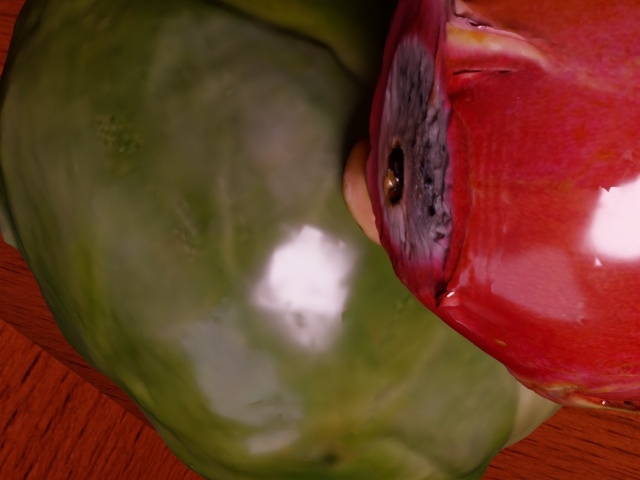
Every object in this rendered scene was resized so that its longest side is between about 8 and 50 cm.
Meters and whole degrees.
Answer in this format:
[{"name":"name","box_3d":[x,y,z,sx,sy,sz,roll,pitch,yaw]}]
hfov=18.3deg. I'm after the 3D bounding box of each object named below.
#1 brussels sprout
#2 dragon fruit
[{"name":"brussels sprout","box_3d":[0.000,0.000,1.007,0.315,0.275,0.371,27,167,20]},{"name":"dragon fruit","box_3d":[0.129,-0.041,0.750,0.227,0.224,0.224,4,174,-21]}]
